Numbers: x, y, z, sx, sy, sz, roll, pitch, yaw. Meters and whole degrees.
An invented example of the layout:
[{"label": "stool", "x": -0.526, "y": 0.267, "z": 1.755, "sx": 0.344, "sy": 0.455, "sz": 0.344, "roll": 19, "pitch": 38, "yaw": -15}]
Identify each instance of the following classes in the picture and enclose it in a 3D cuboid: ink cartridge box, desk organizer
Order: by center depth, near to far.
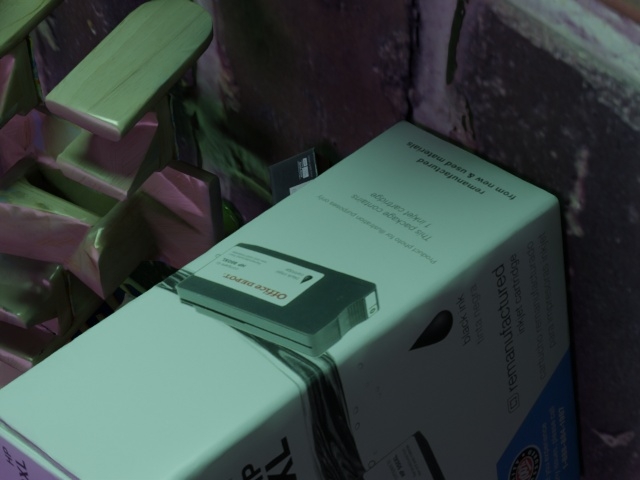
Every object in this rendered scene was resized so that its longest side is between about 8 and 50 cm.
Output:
[{"label": "ink cartridge box", "x": -0.011, "y": 0.146, "z": 1.363, "sx": 0.166, "sy": 0.395, "sz": 0.285, "roll": 29, "pitch": 142, "yaw": 39}, {"label": "desk organizer", "x": 0.000, "y": 0.000, "z": 1.517, "sx": 0.047, "sy": 0.050, "sz": 0.130, "roll": -21, "pitch": 66, "yaw": 32}]

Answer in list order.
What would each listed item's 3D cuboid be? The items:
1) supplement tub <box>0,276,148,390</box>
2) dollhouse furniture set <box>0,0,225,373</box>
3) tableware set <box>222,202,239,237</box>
[{"label": "supplement tub", "x": -0.193, "y": 0.170, "z": 1.818, "sx": 0.325, "sy": 0.235, "sz": 0.235, "roll": 34, "pitch": 145, "yaw": 35}, {"label": "dollhouse furniture set", "x": -0.232, "y": -0.102, "z": 1.655, "sx": 0.394, "sy": 0.256, "sz": 0.362, "roll": 23, "pitch": 141, "yaw": 22}, {"label": "tableware set", "x": -0.090, "y": 0.025, "z": 1.745, "sx": 0.104, "sy": 0.024, "sz": 0.154, "roll": 18, "pitch": 133, "yaw": 43}]
